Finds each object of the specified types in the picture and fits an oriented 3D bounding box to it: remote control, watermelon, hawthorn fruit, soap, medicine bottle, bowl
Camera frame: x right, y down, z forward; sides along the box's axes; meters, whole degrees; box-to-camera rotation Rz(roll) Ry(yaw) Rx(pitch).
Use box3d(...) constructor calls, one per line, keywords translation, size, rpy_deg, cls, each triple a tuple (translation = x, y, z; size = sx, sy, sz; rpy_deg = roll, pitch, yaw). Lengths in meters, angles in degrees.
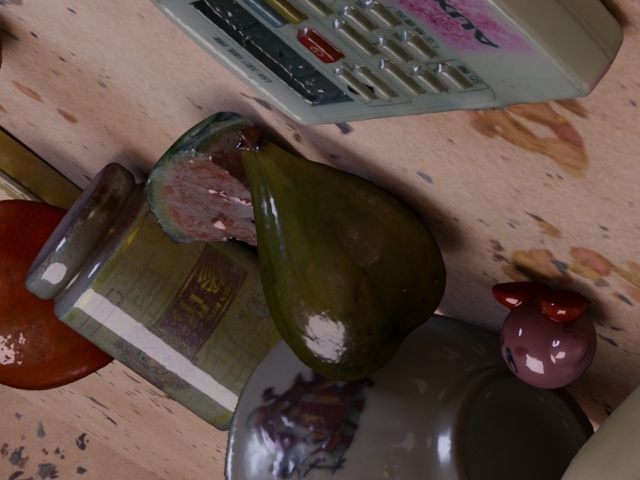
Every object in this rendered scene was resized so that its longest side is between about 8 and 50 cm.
box3d(translation=(0.023, -0.126, 1.087), size=(0.145, 0.050, 0.344), rpy_deg=(39, 165, -20), cls="remote control")
box3d(translation=(-0.056, -0.041, 1.507), size=(0.139, 0.071, 0.187), rpy_deg=(26, 157, 1), cls="watermelon")
box3d(translation=(-0.249, 0.048, 1.904), size=(0.226, 0.196, 0.196), rpy_deg=(-7, 149, 20), cls="hawthorn fruit")
box3d(translation=(-0.271, -0.039, 2.004), size=(0.252, 0.037, 0.092), rpy_deg=(39, 165, -24), cls="soap")
box3d(translation=(-0.098, 0.076, 1.783), size=(0.322, 0.151, 0.151), rpy_deg=(36, 165, -10), cls="medicine bottle")
box3d(translation=(0.111, 0.185, 1.485), size=(0.337, 0.337, 0.157), rpy_deg=(38, 143, -19), cls="bowl")

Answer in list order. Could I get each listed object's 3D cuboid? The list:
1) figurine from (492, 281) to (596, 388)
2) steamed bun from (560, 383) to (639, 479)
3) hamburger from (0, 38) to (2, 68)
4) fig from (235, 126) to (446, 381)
box3d(translation=(0.162, 0.069, 1.388), size=(0.067, 0.071, 0.083), rpy_deg=(-6, -167, -25), cls="figurine")
box3d(translation=(0.240, 0.179, 1.320), size=(0.155, 0.200, 0.250), rpy_deg=(44, 173, 11), cls="steamed bun")
box3d(translation=(-0.335, -0.133, 1.619), size=(0.115, 0.162, 0.162), rpy_deg=(42, 164, -10), cls="hamburger")
box3d(translation=(0.004, 0.012, 1.397), size=(0.185, 0.133, 0.126), rpy_deg=(44, -162, -35), cls="fig")
